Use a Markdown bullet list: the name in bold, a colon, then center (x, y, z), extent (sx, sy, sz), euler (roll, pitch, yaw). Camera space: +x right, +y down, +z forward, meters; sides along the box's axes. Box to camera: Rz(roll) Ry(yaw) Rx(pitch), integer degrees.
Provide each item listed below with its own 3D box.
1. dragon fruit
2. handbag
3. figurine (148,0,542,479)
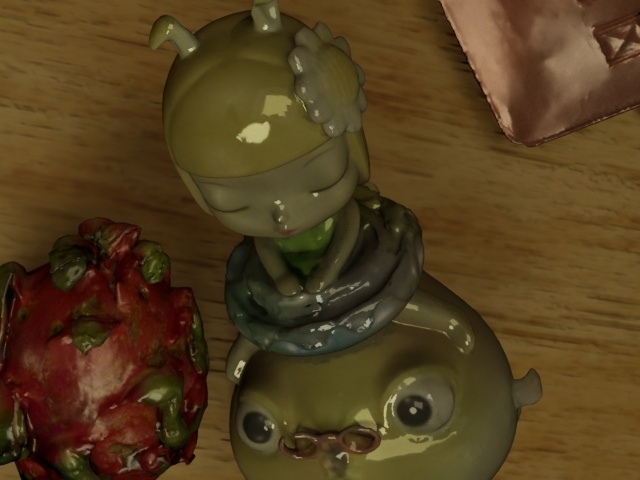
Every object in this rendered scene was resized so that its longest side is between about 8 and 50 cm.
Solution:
- **dragon fruit**: center (-0.148, 0.075, 0.782), extent (0.166, 0.160, 0.172), euler (-26, 112, -58)
- **handbag**: center (0.172, -0.189, 0.890), extent (0.157, 0.059, 0.213), euler (-21, 106, 28)
- **figurine**: center (0.000, 0.000, 0.788), extent (0.226, 0.275, 0.394), euler (-13, 129, 14)
